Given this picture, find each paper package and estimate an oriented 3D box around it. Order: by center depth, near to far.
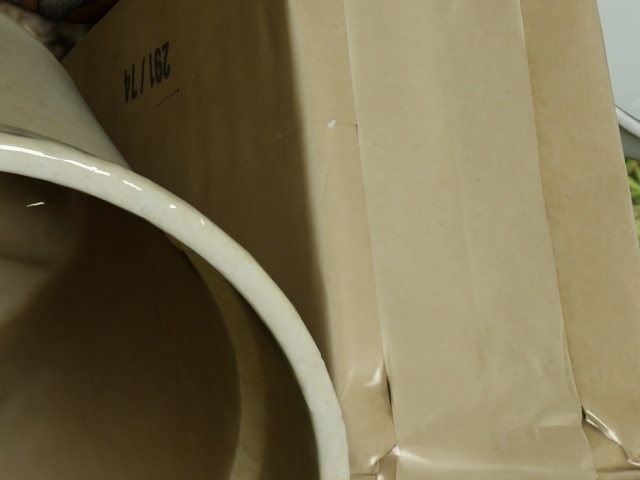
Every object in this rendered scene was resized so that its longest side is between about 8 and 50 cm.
[{"bbox_3d":[0.000,0.000,0.980,0.168,0.325,0.309,1,73,-26],"label":"paper package"}]

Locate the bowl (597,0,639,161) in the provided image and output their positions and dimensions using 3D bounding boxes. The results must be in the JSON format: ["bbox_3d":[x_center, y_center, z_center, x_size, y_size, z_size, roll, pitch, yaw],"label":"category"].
[{"bbox_3d":[0.200,-0.167,1.253,0.298,0.134,0.297,9,68,-25],"label":"bowl"}]

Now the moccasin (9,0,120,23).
[{"bbox_3d":[-0.142,-0.313,1.139,0.147,0.139,0.380,22,73,-29],"label":"moccasin"}]

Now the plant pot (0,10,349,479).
[{"bbox_3d":[-0.187,0.040,0.853,0.334,0.333,0.305,14,24,-22],"label":"plant pot"}]
